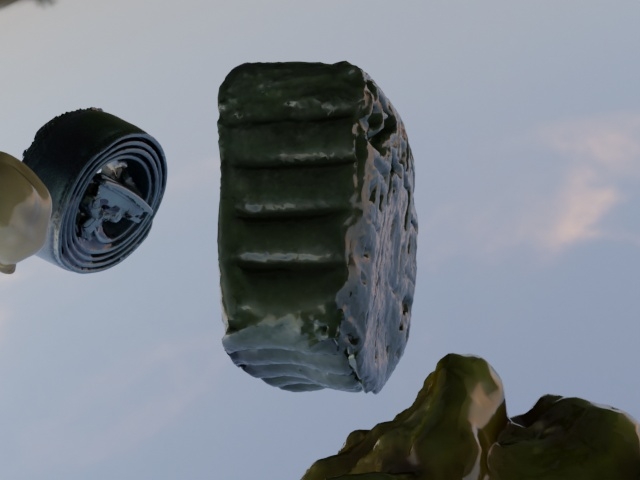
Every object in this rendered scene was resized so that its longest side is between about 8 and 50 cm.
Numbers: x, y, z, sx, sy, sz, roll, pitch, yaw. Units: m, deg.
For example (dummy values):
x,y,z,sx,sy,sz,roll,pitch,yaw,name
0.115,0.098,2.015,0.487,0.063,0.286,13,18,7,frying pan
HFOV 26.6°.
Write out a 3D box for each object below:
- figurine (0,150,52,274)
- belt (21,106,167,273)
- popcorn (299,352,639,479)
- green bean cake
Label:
x,y,z,sx,sy,sz,roll,pitch,yaw,name
-0.370,-0.025,1.391,0.196,0.108,0.114,-7,-118,23,figurine
-0.288,-0.060,1.753,0.116,0.206,0.267,26,-173,19,belt
0.069,0.208,0.711,0.325,0.321,0.290,-11,-143,-20,popcorn
0.000,0.000,1.008,0.125,0.227,0.222,2,166,13,green bean cake
